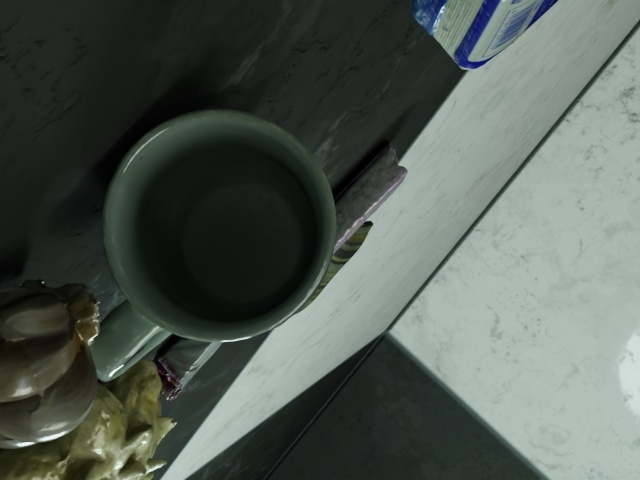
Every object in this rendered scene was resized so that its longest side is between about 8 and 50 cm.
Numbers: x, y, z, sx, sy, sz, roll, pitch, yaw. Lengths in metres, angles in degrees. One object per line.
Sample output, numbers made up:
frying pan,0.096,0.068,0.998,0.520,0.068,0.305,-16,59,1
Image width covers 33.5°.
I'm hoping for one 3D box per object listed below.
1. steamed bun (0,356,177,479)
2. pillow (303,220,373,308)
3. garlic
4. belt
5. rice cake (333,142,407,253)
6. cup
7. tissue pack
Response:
steamed bun,-0.277,0.276,1.277,0.295,0.137,0.292,-31,157,-48
pillow,-0.004,0.046,1.690,0.212,0.052,0.208,-47,171,7
garlic,-0.254,0.108,0.810,0.194,0.131,0.127,-29,129,-60
belt,-0.144,0.116,1.423,0.232,0.053,0.071,-48,178,2
rice cake,0.000,0.000,1.525,0.365,0.056,0.073,-46,-176,-12
cup,-0.106,0.023,0.952,0.258,0.186,0.234,-45,176,-4
tissue pack,0.203,-0.322,1.052,0.209,0.137,0.269,-44,171,-20
